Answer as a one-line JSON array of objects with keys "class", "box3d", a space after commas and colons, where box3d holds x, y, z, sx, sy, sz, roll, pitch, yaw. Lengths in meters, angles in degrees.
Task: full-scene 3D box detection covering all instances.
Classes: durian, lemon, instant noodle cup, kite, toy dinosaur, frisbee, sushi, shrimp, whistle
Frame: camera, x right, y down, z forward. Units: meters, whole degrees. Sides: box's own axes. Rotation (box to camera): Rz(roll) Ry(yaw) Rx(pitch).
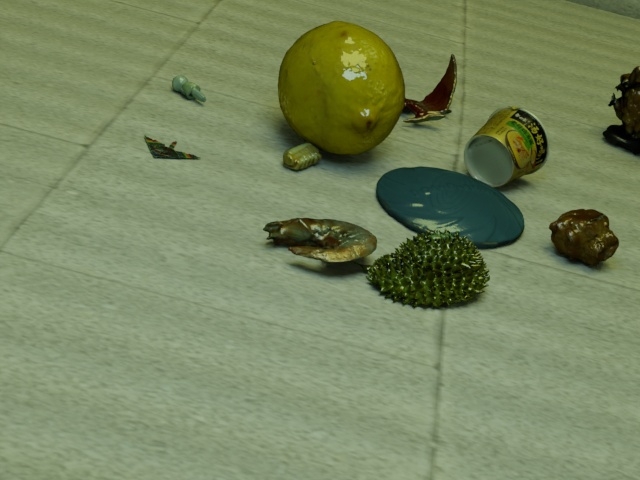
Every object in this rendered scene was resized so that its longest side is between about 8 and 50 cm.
[{"class": "durian", "box3d": [0.179, 0.037, 1.711, 0.221, 0.095, 0.137, -10, 30, -20]}, {"class": "lemon", "box3d": [0.040, -0.296, 2.082, 0.261, 0.260, 0.284, 10, 48, -9]}, {"class": "instant noodle cup", "box3d": [0.368, -0.180, 2.142, 0.151, 0.151, 0.122, 28, 41, 24]}, {"class": "kite", "box3d": [-0.280, -0.165, 1.954, 0.122, 0.004, 0.090, 20, 29, 10]}, {"class": "toy dinosaur", "box3d": [0.167, -0.337, 2.358, 0.328, 0.112, 0.206, 3, 30, -16]}, {"class": "frisbee", "box3d": [0.246, -0.079, 1.993, 0.290, 0.049, 0.289, 11, 28, -6]}, {"class": "sushi", "box3d": [0.773, -0.305, 2.480, 0.200, 0.204, 0.213, 15, 23, 10]}, {"class": "shrimp", "box3d": [0.000, -0.004, 1.722, 0.188, 0.051, 0.132, 2, 17, -6]}, {"class": "whistle", "box3d": [-0.270, -0.310, 2.189, 0.100, 0.035, 0.035, 35, 35, 30]}]

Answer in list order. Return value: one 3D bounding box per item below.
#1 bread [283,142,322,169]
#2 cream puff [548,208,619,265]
[{"class": "bread", "box3d": [-0.037, -0.157, 2.020, 0.049, 0.033, 0.088, 41, 40, 16]}, {"class": "cream puff", "box3d": [0.476, -0.004, 1.928, 0.122, 0.094, 0.116, -2, 20, 19]}]
